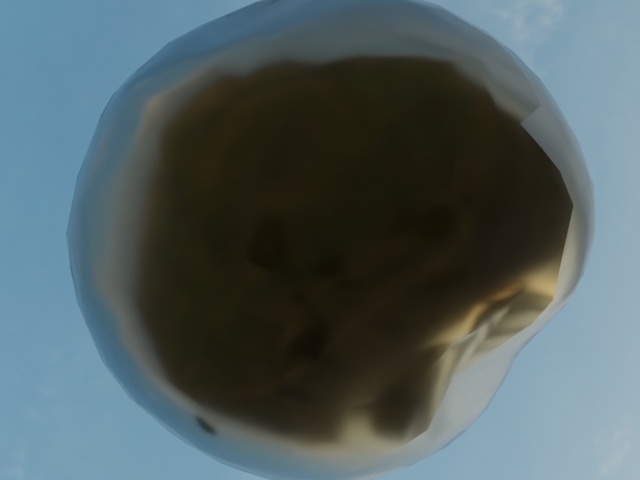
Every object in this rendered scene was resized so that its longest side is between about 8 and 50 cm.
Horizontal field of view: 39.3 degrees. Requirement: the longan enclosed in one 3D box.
[{"bbox_3d":[0.000,0.000,0.689,0.404,0.336,0.405,10,-53,14],"label":"longan"}]
